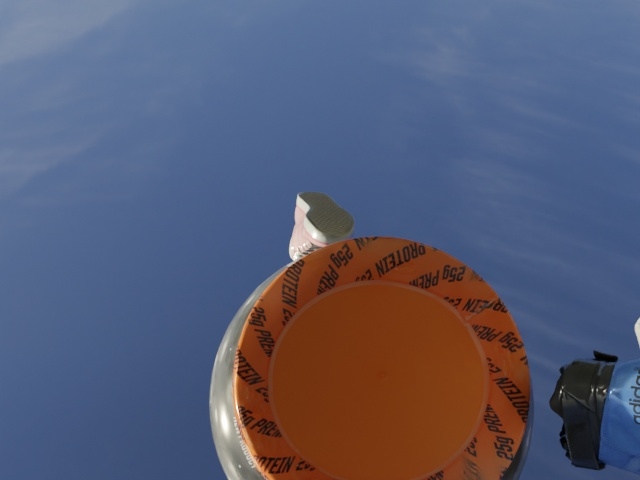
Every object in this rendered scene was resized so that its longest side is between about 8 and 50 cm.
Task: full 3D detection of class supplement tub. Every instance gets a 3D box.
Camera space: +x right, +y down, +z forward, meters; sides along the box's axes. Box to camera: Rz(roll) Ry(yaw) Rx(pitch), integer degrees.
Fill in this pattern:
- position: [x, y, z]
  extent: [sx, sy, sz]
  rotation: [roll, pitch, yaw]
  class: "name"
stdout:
- position: [0.031, 0.128, 0.579]
  extent: [0.207, 0.338, 0.207]
  rotation: [0, -110, -1]
  class: "supplement tub"

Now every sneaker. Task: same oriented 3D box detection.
- position: [0.000, 0.000, 0.793]
  extent: [0.051, 0.070, 0.134]
  rotation: [4, -162, -13]
  class: "sneaker"
- position: [0.178, 0.106, 0.421]
  extent: [0.085, 0.152, 0.058]
  rotation: [-1, -121, 43]
  class: "sneaker"

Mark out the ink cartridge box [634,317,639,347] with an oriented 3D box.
- position: [0.266, 0.064, 0.372]
  extent: [0.232, 0.189, 0.066]
  rotation: [-31, -166, -29]
  class: "ink cartridge box"
